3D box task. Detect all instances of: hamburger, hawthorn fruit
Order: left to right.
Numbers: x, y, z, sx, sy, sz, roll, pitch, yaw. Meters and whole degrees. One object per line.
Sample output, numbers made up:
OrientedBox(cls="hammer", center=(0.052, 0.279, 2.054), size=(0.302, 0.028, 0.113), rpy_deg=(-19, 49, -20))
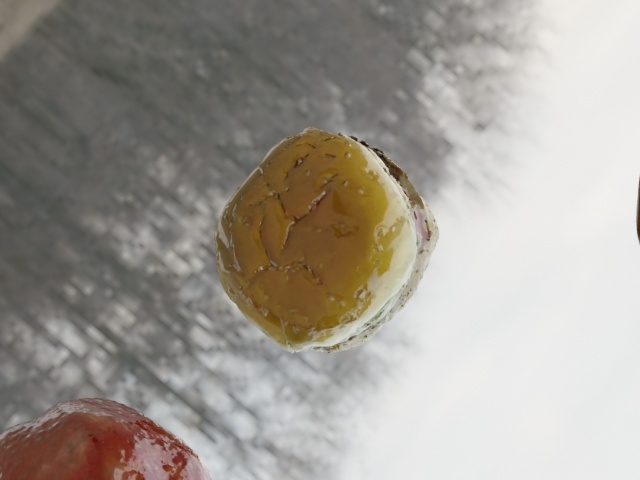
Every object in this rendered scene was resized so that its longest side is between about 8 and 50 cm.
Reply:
OrientedBox(cls="hawthorn fruit", center=(-0.184, 0.238, 1.584), size=(0.205, 0.205, 0.253), rpy_deg=(-51, -155, -15))
OrientedBox(cls="hamburger", center=(0.000, 0.000, 1.959), size=(0.244, 0.244, 0.163), rpy_deg=(-48, 158, 15))

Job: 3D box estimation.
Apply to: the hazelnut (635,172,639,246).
OrientedBox(cls="hazelnut", center=(0.396, -0.041, 1.343), size=(0.315, 0.372, 0.372), rpy_deg=(-3, -141, 43))
